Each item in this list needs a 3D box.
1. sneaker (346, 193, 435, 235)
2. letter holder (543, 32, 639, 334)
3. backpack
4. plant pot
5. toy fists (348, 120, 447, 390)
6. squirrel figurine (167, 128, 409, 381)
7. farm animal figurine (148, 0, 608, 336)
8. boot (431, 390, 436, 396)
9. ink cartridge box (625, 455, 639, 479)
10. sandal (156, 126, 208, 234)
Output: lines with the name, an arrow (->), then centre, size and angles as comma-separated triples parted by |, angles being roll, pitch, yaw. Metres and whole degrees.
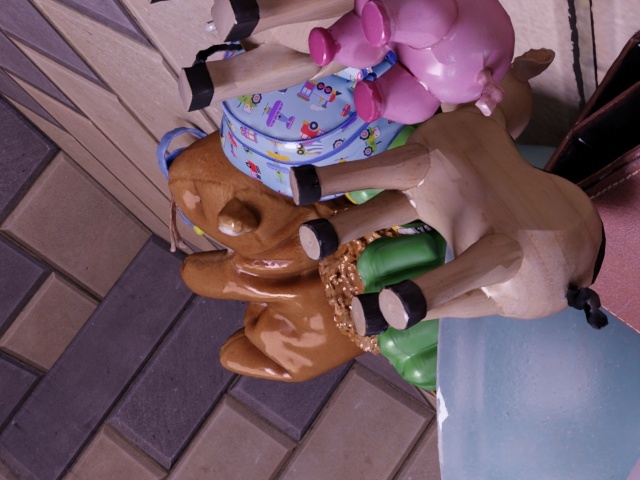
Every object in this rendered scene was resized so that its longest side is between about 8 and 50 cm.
sneaker -> 0.120, -0.033, 0.936 | 0.225, 0.092, 0.088 | 29, 168, 30
letter holder -> 0.281, 0.007, 0.458 | 0.302, 0.152, 0.214 | 35, 168, 0
backpack -> -0.005, -0.126, 0.694 | 0.158, 0.173, 0.117 | 31, 169, 26
plant pot -> 0.211, 0.070, 0.705 | 0.196, 0.293, 0.293 | 3, 158, 18
toy fists -> 0.079, -0.008, 0.822 | 0.096, 0.279, 0.142 | -12, 165, 18
squirrel figurine -> 0.000, 0.000, 1.182 | 0.397, 0.281, 0.370 | 14, 150, 27
farm animal figurine -> 0.029, -0.134, 0.466 | 0.327, 0.172, 0.330 | 12, 117, 66
boot -> 0.273, 0.228, 1.183 | 0.295, 0.104, 0.211 | 27, -172, 32
ink cartridge box -> 0.233, 0.137, 0.502 | 0.122, 0.088, 0.052 | 40, 165, -20
sandal -> -0.208, -0.108, 1.605 | 0.138, 0.126, 0.317 | 39, 162, 3
